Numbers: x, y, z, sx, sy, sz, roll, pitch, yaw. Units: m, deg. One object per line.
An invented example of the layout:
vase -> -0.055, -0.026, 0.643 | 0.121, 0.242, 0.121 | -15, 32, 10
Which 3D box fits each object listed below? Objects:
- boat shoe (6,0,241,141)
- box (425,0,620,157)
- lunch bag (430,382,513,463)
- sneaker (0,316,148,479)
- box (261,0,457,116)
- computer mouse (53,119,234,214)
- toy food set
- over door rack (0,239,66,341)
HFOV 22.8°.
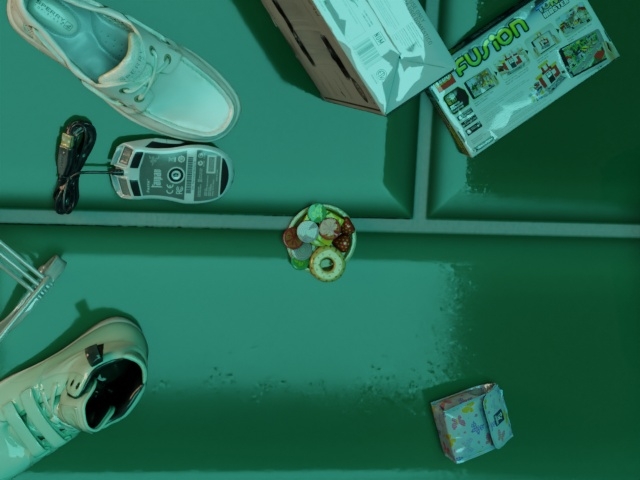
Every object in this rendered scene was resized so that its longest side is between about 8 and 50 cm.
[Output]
boat shoe -> -0.206, -0.184, 1.673 | 0.277, 0.096, 0.098 | 29, 92, -14
box -> 0.222, -0.198, 1.786 | 0.207, 0.036, 0.114 | -34, 104, -4
lunch bag -> 0.179, 0.209, 1.836 | 0.083, 0.053, 0.071 | -18, 103, -17
sneaker -> -0.290, 0.185, 1.689 | 0.256, 0.151, 0.094 | -40, 106, -1
box -> 0.025, -0.225, 1.614 | 0.087, 0.290, 0.169 | -34, 102, -6
computer mouse -> -0.191, -0.076, 1.721 | 0.193, 0.042, 0.106 | 3, 109, -12
toy food set -> 0.000, 0.000, 1.783 | 0.082, 0.020, 0.083 | 28, 93, -14
over door rack -> -0.455, 0.078, 1.647 | 0.239, 0.108, 0.324 | 40, 69, -15
